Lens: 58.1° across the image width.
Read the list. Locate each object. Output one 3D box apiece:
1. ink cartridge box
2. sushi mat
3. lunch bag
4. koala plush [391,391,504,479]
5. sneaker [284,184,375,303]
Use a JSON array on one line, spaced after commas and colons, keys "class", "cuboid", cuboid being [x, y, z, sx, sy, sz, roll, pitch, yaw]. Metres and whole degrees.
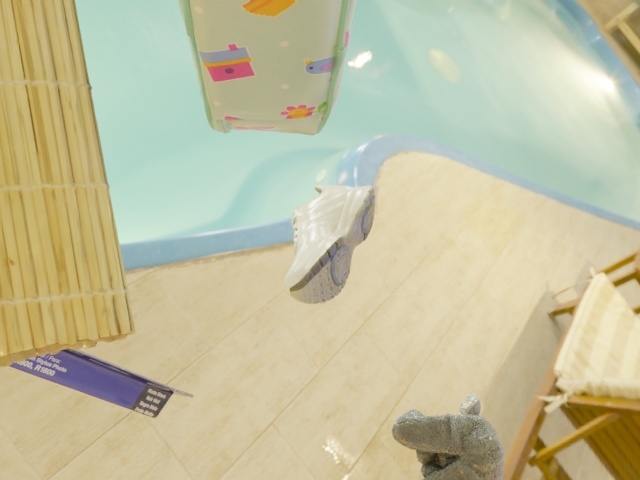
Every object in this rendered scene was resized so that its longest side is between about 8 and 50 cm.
[{"class": "ink cartridge box", "cuboid": [-0.309, 0.165, 0.726, 0.223, 0.223, 0.045, 37, 64, -38]}, {"class": "sushi mat", "cuboid": [-0.209, -0.082, 0.326, 0.151, 0.019, 0.317, -10, 81, -22]}, {"class": "lunch bag", "cuboid": [-0.040, -0.217, 0.393, 0.107, 0.279, 0.224, -2, 70, -6]}, {"class": "koala plush", "cuboid": [0.294, 0.415, 1.160, 0.221, 0.203, 0.196, 5, 65, -56]}, {"class": "sneaker", "cuboid": [0.000, 0.000, 0.996, 0.129, 0.111, 0.297, 12, 38, 18]}]
